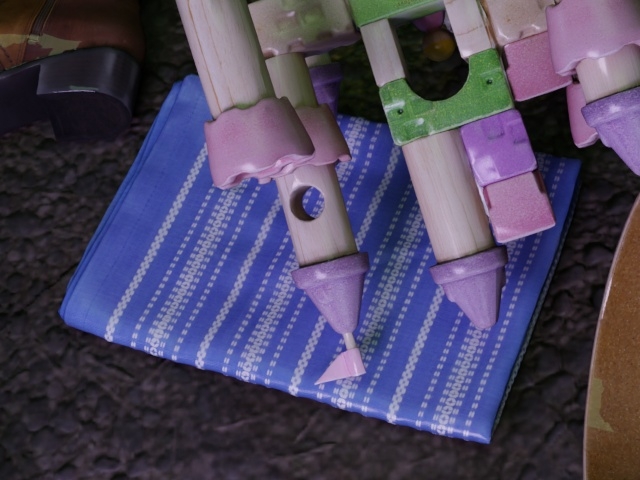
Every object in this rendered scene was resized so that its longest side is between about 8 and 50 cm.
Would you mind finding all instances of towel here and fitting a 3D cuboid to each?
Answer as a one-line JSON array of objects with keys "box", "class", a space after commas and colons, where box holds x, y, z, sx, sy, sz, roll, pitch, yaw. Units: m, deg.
[{"box": [0.000, 0.000, 1.086, 0.336, 0.040, 0.243, 14, 59, 19], "class": "towel"}]

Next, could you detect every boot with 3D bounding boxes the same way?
[{"box": [-0.268, -0.213, 1.251, 0.264, 0.096, 0.280, -4, 53, 7], "class": "boot"}]

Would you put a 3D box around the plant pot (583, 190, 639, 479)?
[{"box": [0.307, 0.092, 0.872, 0.254, 0.237, 0.237, 11, 56, -1], "class": "plant pot"}]

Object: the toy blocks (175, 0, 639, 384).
[{"box": [0.095, -0.068, 1.004, 0.289, 0.309, 0.260, -18, 89, 10], "class": "toy blocks"}]
